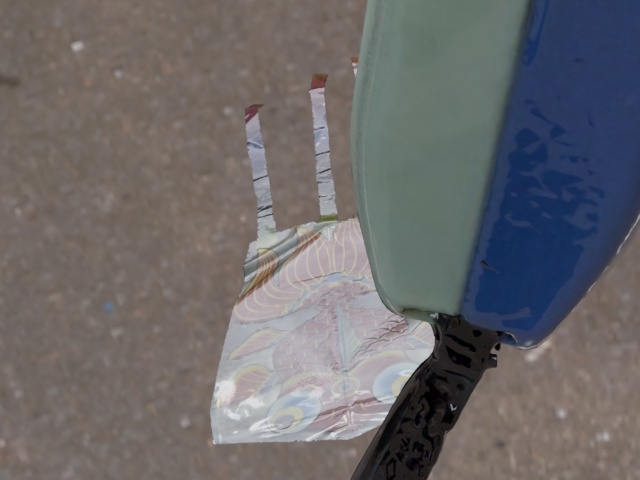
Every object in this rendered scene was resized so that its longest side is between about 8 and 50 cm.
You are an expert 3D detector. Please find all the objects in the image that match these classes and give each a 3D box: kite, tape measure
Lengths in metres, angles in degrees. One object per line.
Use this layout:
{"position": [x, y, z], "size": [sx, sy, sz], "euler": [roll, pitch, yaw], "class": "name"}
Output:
{"position": [-0.001, -0.002, 0.821], "size": [0.127, 0.016, 0.229], "euler": [-17, 47, 8], "class": "kite"}
{"position": [0.063, -0.039, 0.548], "size": [0.098, 0.351, 0.215], "euler": [16, 45, 5], "class": "tape measure"}
